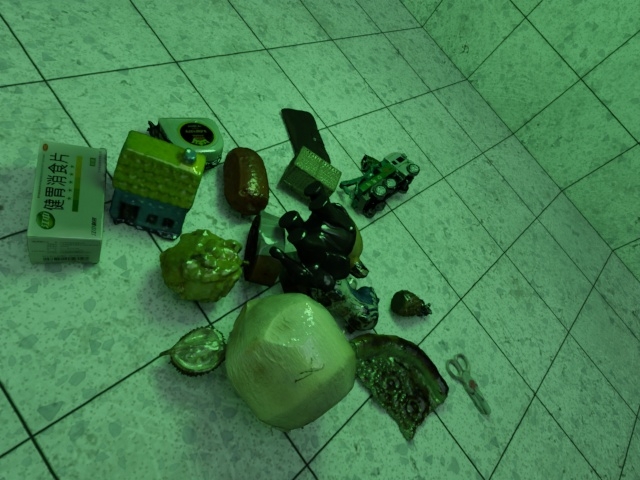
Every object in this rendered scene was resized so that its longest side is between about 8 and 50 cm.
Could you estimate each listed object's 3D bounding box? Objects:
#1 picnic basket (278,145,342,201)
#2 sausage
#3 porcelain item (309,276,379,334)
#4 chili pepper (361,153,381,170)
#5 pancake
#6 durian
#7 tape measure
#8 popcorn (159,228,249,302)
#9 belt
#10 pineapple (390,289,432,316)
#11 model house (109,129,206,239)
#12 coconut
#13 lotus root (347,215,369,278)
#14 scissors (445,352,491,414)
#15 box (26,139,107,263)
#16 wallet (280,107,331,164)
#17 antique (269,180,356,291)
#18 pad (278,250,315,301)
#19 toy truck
[{"bbox_3d":[-0.044,-0.241,1.668,0.196,0.154,0.134,32,45,-16],"label":"picnic basket"},{"bbox_3d":[-0.266,-0.217,1.518,0.141,0.153,0.268,19,51,-48],"label":"sausage"},{"bbox_3d":[0.097,0.196,1.501,0.288,0.138,0.186,37,43,-10],"label":"porcelain item"},{"bbox_3d":[0.298,-0.341,1.995,0.226,0.059,0.088,14,62,-26],"label":"chili pepper"},{"bbox_3d":[0.272,0.476,1.482,0.427,0.067,0.305,44,51,-3],"label":"pancake"},{"bbox_3d":[-0.354,0.323,1.184,0.188,0.091,0.149,5,48,-25],"label":"durian"},{"bbox_3d":[-0.473,-0.337,1.500,0.235,0.115,0.207,-10,63,-31],"label":"tape measure"},{"bbox_3d":[-0.347,0.082,1.278,0.265,0.192,0.233,-18,42,-33],"label":"popcorn"},{"bbox_3d":[-0.186,0.023,1.401,0.105,0.184,0.262,18,55,-20],"label":"belt"},{"bbox_3d":[0.367,0.260,1.656,0.197,0.108,0.108,22,52,-35],"label":"pineapple"},{"bbox_3d":[-0.488,-0.188,1.286,0.237,0.303,0.216,18,48,-20],"label":"model house"},{"bbox_3d":[-0.092,0.316,1.186,0.346,0.346,0.360,-29,81,-39],"label":"coconut"},{"bbox_3d":[0.072,0.015,1.565,0.182,0.183,0.310,-22,76,-38],"label":"lotus root"},{"bbox_3d":[0.583,0.562,1.638,0.118,0.030,0.242,-19,69,-37],"label":"scissors"},{"bbox_3d":[-0.709,-0.104,1.193,0.173,0.145,0.333,3,61,-27],"label":"box"},{"bbox_3d":[-0.063,-0.453,1.858,0.165,0.042,0.310,-5,65,-31],"label":"wallet"},{"bbox_3d":[0.000,0.000,1.357,0.322,0.185,0.255,-54,130,-28],"label":"antique"},{"bbox_3d":[-0.084,0.136,1.513,0.142,0.003,0.212,-8,67,-34],"label":"pad"},{"bbox_3d":[0.264,-0.251,1.828,0.363,0.177,0.178,-31,71,-29],"label":"toy truck"}]
